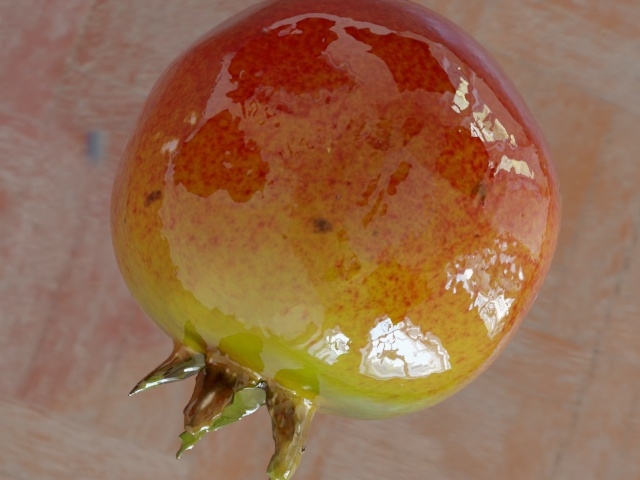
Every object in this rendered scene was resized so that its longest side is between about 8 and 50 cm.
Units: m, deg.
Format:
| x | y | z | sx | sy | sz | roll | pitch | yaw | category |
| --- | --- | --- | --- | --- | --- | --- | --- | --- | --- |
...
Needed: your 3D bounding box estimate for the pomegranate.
| x | y | z | sx | sy | sz | roll | pitch | yaw | category |
| --- | --- | --- | --- | --- | --- | --- | --- | --- | --- |
| 0.000 | 0.000 | 0.945 | 0.221 | 0.221 | 0.257 | 26 | 76 | -21 | pomegranate |
